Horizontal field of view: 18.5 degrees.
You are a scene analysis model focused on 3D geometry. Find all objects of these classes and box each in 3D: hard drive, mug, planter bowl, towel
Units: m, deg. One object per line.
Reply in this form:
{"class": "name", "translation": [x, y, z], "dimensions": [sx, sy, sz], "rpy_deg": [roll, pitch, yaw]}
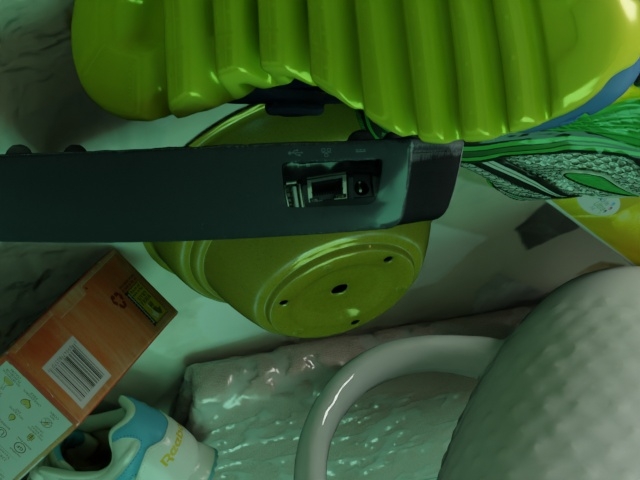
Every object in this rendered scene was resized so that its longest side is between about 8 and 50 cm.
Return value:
{"class": "hard drive", "translation": [-0.059, -0.029, 1.061], "dimensions": [0.255, 0.054, 0.172], "rpy_deg": [-2, -178, 14]}
{"class": "mug", "translation": [0.166, 0.185, 1.370], "dimensions": [0.374, 0.328, 0.276], "rpy_deg": [14, 147, 4]}
{"class": "planter bowl", "translation": [0.000, 0.000, 1.258], "dimensions": [0.217, 0.090, 0.217], "rpy_deg": [-15, 149, -10]}
{"class": "towel", "translation": [0.028, 0.166, 1.581], "dimensions": [0.332, 0.053, 0.317], "rpy_deg": [-9, 147, -22]}

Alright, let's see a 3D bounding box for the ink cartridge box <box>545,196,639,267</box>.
{"class": "ink cartridge box", "translation": [0.334, -0.079, 1.367], "dimensions": [0.307, 0.072, 0.303], "rpy_deg": [-31, 148, 20]}

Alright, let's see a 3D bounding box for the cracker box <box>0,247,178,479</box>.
{"class": "cracker box", "translation": [-0.210, 0.121, 1.264], "dimensions": [0.232, 0.067, 0.156], "rpy_deg": [-41, -175, 31]}

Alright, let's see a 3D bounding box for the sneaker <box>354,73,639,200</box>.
{"class": "sneaker", "translation": [0.182, -0.084, 1.189], "dimensions": [0.343, 0.134, 0.146], "rpy_deg": [15, 150, -16]}

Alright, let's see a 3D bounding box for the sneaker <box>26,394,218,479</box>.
{"class": "sneaker", "translation": [-0.184, 0.182, 1.453], "dimensions": [0.229, 0.087, 0.092], "rpy_deg": [-31, 120, 31]}

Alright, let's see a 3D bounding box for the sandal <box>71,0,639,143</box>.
{"class": "sandal", "translation": [0.028, -0.114, 0.987], "dimensions": [0.317, 0.126, 0.138], "rpy_deg": [9, -172, 37]}
